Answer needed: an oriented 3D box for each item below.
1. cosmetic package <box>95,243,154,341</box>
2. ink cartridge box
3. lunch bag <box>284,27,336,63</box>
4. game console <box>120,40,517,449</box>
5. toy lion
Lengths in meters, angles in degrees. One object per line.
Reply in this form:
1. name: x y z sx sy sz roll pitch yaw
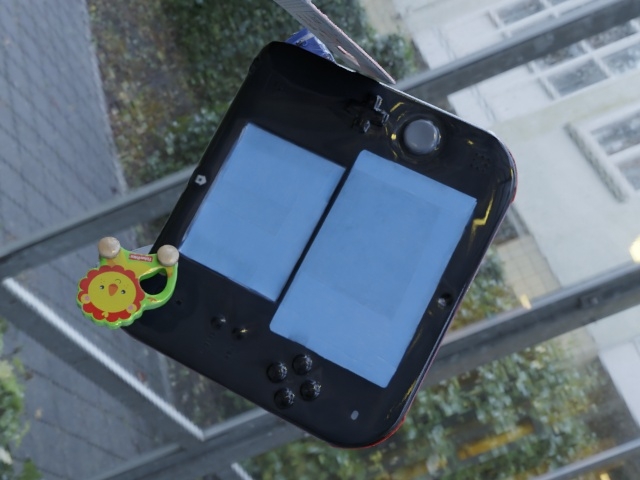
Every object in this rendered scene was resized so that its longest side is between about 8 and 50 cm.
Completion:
1. cosmetic package: -0.331 0.103 1.681 0.238 0.127 0.107 100 -30 -71
2. ink cartridge box: -0.020 -0.299 1.041 0.261 0.066 0.296 36 7 -15
3. lunch bag: -0.022 -0.289 1.385 0.065 0.067 0.098 58 6 15
4. game console: 0.000 0.000 0.992 0.342 0.386 0.060 27 -8 8
5. toy lion: -0.204 0.048 0.935 0.034 0.100 0.096 115 -20 -61
